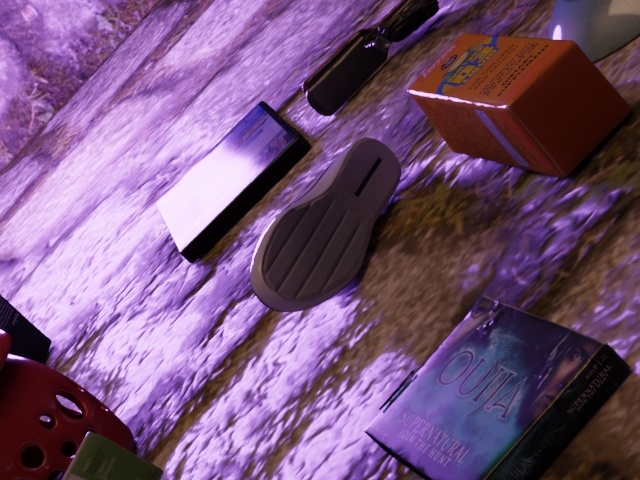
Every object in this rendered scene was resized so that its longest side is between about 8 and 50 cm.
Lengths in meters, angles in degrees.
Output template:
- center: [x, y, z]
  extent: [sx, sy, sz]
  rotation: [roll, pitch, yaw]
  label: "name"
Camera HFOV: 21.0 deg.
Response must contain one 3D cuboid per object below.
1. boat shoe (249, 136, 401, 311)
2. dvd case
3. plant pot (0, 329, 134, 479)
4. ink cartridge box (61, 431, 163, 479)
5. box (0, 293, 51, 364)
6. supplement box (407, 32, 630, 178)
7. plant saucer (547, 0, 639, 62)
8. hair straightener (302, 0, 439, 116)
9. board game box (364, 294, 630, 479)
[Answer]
- center: [0.000, 0.000, 1.477]
  extent: [0.076, 0.083, 0.226]
  rotation: [-45, 1, 44]
  label: "boat shoe"
- center: [-0.103, -0.071, 1.938]
  extent: [0.180, 0.022, 0.253]
  rotation: [-44, 17, 1]
  label: "dvd case"
- center: [-0.291, 0.188, 1.536]
  extent: [0.191, 0.174, 0.191]
  rotation: [-43, 16, 16]
  label: "plant pot"
- center: [-0.189, 0.243, 1.241]
  extent: [0.209, 0.062, 0.109]
  rotation: [-59, 5, 44]
  label: "ink cartridge box"
- center: [-0.425, 0.130, 1.987]
  extent: [0.156, 0.158, 0.093]
  rotation: [-39, 18, 21]
  label: "box"
- center: [0.150, -0.110, 1.360]
  extent: [0.078, 0.080, 0.233]
  rotation: [-45, 15, -7]
  label: "supplement box"
- center: [0.255, -0.225, 1.446]
  extent: [0.195, 0.037, 0.195]
  rotation: [-40, 18, 15]
  label: "plant saucer"
- center: [0.078, -0.213, 1.830]
  extent: [0.230, 0.047, 0.089]
  rotation: [-38, 19, 9]
  label: "hair straightener"
- center: [0.104, 0.100, 1.074]
  extent: [0.126, 0.026, 0.186]
  rotation: [-48, 17, -7]
  label: "board game box"
